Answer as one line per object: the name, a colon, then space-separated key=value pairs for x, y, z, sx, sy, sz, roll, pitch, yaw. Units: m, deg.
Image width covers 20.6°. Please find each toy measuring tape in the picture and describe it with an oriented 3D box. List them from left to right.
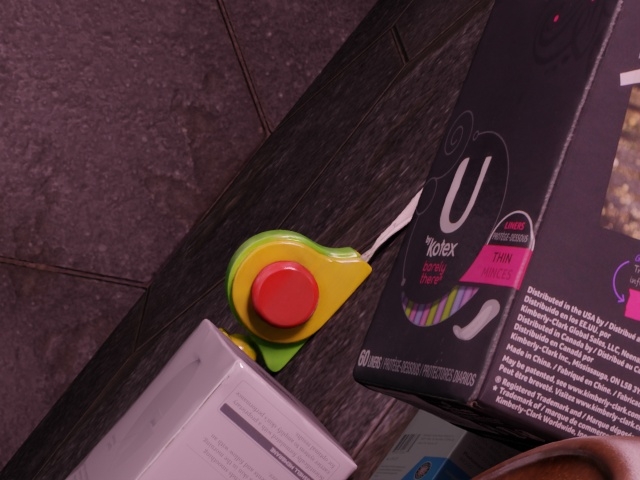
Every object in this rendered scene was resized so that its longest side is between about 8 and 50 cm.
toy measuring tape: x=0.000 y=0.000 z=1.805 sx=0.330 sy=0.121 sz=0.121 roll=-48 pitch=12 yaw=2

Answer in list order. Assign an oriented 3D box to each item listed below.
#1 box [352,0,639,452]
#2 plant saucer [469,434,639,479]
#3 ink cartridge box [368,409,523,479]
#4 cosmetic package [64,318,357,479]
box: x=0.152 y=-0.013 z=1.012 sx=0.165 sy=0.143 sz=0.270 roll=0 pitch=67 yaw=67
plant saucer: x=0.061 y=0.192 z=0.807 sx=0.310 sy=0.050 sz=0.310 roll=-41 pitch=11 yaw=10
ink cartridge box: x=0.113 y=0.115 z=1.147 sx=0.180 sy=0.060 sz=0.104 roll=-52 pitch=12 yaw=-17
cosmetic package: x=-0.108 y=0.207 z=1.468 sx=0.225 sy=0.138 sz=0.224 roll=-48 pitch=12 yaw=-2
